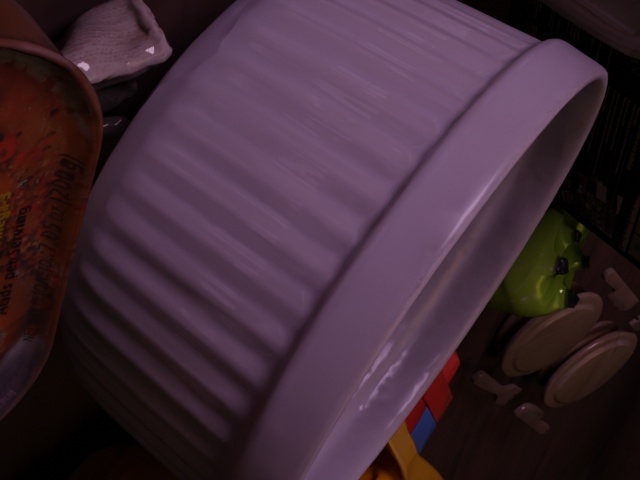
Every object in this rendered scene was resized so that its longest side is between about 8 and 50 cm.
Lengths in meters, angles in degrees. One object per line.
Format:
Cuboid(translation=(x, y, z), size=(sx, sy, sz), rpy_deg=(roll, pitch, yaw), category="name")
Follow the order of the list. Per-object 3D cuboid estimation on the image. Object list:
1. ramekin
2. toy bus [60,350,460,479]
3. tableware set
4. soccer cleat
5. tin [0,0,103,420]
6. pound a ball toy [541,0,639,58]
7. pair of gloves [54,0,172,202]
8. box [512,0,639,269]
Cuboid(translation=(0.000, 0.000, 0.485), size=(0.207, 0.109, 0.207), rpy_deg=(-52, 167, -18), category="ramekin")
Cuboid(translation=(-0.011, 0.118, 0.657), size=(0.211, 0.149, 0.220), rpy_deg=(-58, 154, -11), category="toy bus")
Cuboid(translation=(0.178, 0.072, 0.999), size=(0.128, 0.039, 0.194), rpy_deg=(-39, 150, 8), category="tableware set")
Cuboid(translation=(0.130, -0.028, 0.763), size=(0.179, 0.072, 0.060), rpy_deg=(-55, 138, -38), category="soccer cleat")
Cuboid(translation=(-0.118, 0.010, 0.353), size=(0.106, 0.040, 0.189), rpy_deg=(-26, 154, -37), category="tin")
Cuboid(translation=(0.187, -0.158, 0.489), size=(0.319, 0.208, 0.135), rpy_deg=(-42, 154, -16), category="pound a ball toy")
Cuboid(translation=(-0.116, -0.050, 0.352), size=(0.204, 0.042, 0.240), rpy_deg=(-31, 150, -34), category="pair of gloves")
Cuboid(translation=(0.167, -0.076, 0.643), size=(0.077, 0.147, 0.180), rpy_deg=(-37, 152, -23), category="box")
